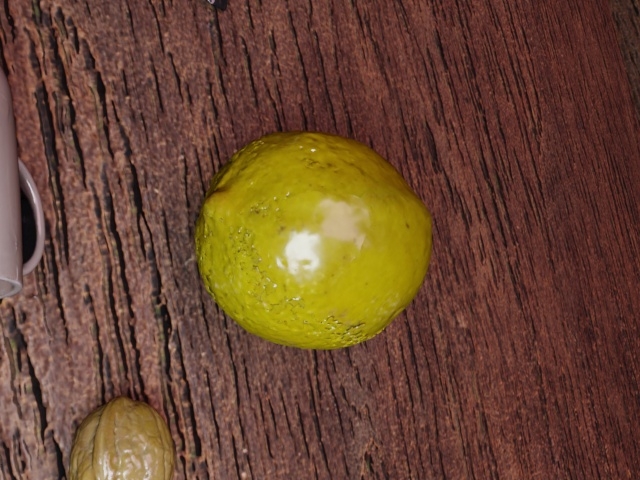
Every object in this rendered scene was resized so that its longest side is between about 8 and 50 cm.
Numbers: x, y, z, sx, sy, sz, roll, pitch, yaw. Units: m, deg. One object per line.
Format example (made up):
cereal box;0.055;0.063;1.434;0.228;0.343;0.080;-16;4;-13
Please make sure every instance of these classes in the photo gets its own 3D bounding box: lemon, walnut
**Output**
lemon;0.000;0.000;0.764;0.310;0.257;0.258;6;77;-45
walnut;-0.197;0.217;0.650;0.105;0.105;0.125;19;58;-37

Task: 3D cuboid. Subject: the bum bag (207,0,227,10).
bum bag;-0.145;-0.371;0.865;0.057;0.034;0.125;5;78;-55

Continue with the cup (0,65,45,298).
cup;-0.332;-0.051;0.548;0.253;0.191;0.201;27;56;-68
